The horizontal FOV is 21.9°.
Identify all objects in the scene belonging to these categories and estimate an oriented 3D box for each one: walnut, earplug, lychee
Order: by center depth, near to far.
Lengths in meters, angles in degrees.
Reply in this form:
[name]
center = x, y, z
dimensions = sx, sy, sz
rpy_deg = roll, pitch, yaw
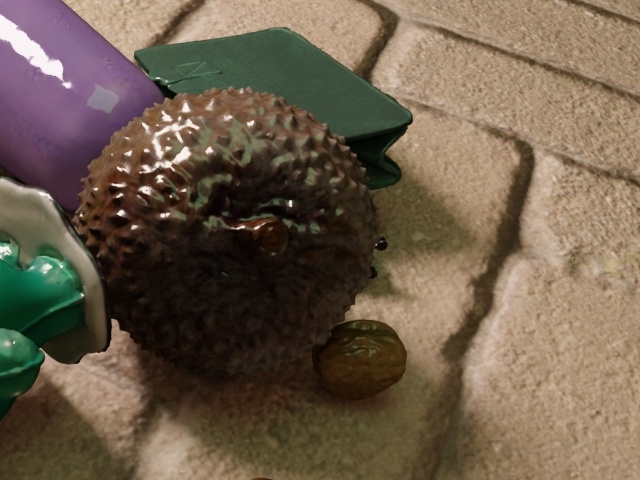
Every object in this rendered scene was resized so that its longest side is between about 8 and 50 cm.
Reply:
[lychee]
center = -0.091, -0.005, 1.609
dimensions = 0.300, 0.300, 0.300
rpy_deg = 12, 34, -8
[walnut]
center = 0.040, 0.119, 1.652
dimensions = 0.096, 0.083, 0.079
rpy_deg = 0, 9, -21
[earplug]
center = -0.347, -0.191, 1.827
dimensions = 0.456, 0.215, 0.215
rpy_deg = 39, 39, 23

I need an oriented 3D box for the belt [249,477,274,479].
[belt]
center = -0.040, 0.250, 1.463
dimensions = 0.083, 0.036, 0.059
rpy_deg = 38, 45, 28

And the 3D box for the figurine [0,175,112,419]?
[figurine]
center = -0.367, 0.089, 1.402
dimensions = 0.340, 0.231, 0.323
rpy_deg = -24, 25, -34

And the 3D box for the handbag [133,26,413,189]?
[handbag]
center = -0.062, -0.149, 1.943
dimensions = 0.238, 0.089, 0.326
rpy_deg = -9, 30, -28

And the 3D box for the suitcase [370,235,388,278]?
[suitcase]
center = 0.000, 0.000, 1.819
dimensions = 0.126, 0.059, 0.086
rpy_deg = 3, 34, -20
